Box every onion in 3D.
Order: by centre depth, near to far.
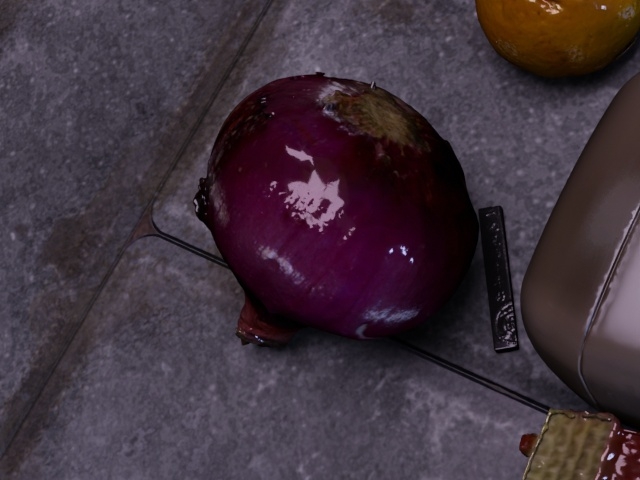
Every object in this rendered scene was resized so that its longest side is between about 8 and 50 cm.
[{"bbox_3d":[0.000,0.000,1.754,0.348,0.347,0.385,55,129,33],"label":"onion"}]

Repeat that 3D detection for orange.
[{"bbox_3d":[0.298,-0.310,1.807,0.219,0.193,0.219,-2,80,14],"label":"orange"}]

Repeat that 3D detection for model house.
[{"bbox_3d":[0.308,0.296,1.529,0.254,0.160,0.196,15,73,32],"label":"model house"}]

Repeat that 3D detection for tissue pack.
[{"bbox_3d":[0.379,0.004,1.565,0.277,0.267,0.387,21,78,28],"label":"tissue pack"}]

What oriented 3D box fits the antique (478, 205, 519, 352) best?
[{"bbox_3d":[0.216,0.044,1.774,0.031,0.015,0.192,-14,62,19],"label":"antique"}]
